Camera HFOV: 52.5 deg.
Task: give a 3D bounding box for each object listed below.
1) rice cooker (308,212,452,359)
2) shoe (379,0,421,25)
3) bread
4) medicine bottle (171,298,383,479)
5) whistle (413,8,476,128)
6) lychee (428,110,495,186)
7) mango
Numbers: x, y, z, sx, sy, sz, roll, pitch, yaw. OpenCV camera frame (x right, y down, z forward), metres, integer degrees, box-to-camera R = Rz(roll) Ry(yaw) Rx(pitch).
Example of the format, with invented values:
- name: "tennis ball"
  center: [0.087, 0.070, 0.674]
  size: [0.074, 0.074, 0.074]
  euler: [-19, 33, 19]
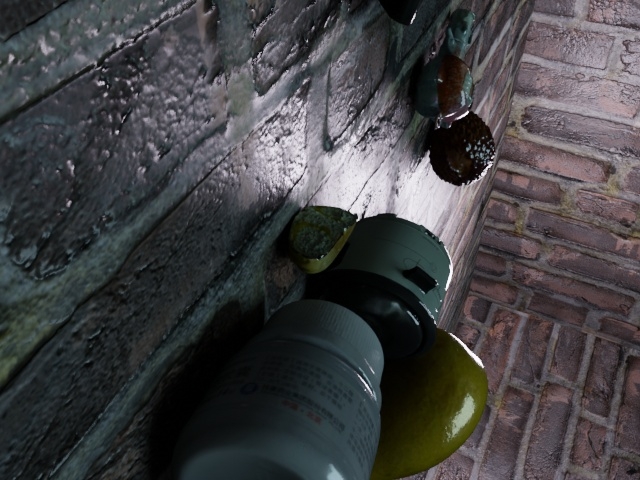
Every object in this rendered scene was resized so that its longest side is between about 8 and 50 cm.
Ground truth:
- name: "rice cooker"
  center: [0.112, 0.095, 1.199]
  size: [0.280, 0.241, 0.227]
  euler: [-33, -158, 48]
- name: "shoe"
  center: [0.117, -0.408, 0.997]
  size: [0.241, 0.093, 0.108]
  euler: [-82, -163, -60]
- name: "bread"
  center: [0.000, 0.000, 1.027]
  size: [0.157, 0.082, 0.094]
  euler: [-54, 157, -38]
- name: "medicine bottle"
  center: [-0.038, 0.246, 0.895]
  size: [0.306, 0.244, 0.245]
  euler: [-59, 160, -57]
- name: "whistle"
  center: [0.291, -0.382, 1.447]
  size: [0.142, 0.133, 0.346]
  euler: [39, 55, -31]
- name: "lychee"
  center: [0.375, -0.251, 1.734]
  size: [0.188, 0.188, 0.188]
  euler: [18, 90, -71]
- name: "mango"
  center: [0.122, 0.350, 1.294]
  size: [0.445, 0.301, 0.220]
  euler: [-38, 125, 0]
